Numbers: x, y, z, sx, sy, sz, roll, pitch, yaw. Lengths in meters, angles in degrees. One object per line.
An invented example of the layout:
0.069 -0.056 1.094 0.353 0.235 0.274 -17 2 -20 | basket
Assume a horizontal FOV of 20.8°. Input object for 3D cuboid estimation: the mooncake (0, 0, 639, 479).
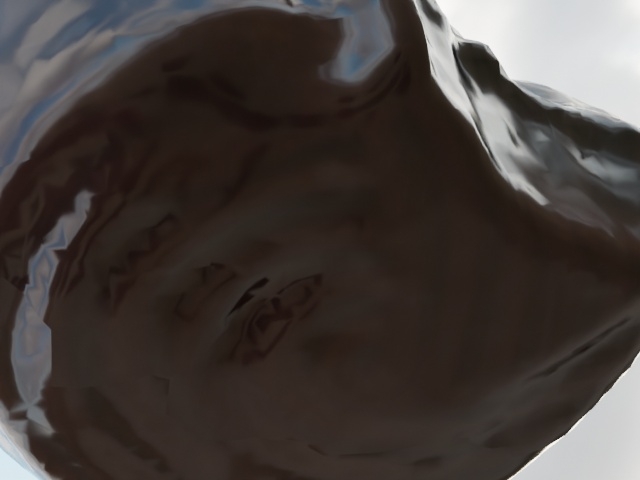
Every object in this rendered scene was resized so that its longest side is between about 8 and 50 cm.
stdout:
0.000 0.000 0.751 0.333 0.174 0.326 -13 -47 -4 | mooncake
